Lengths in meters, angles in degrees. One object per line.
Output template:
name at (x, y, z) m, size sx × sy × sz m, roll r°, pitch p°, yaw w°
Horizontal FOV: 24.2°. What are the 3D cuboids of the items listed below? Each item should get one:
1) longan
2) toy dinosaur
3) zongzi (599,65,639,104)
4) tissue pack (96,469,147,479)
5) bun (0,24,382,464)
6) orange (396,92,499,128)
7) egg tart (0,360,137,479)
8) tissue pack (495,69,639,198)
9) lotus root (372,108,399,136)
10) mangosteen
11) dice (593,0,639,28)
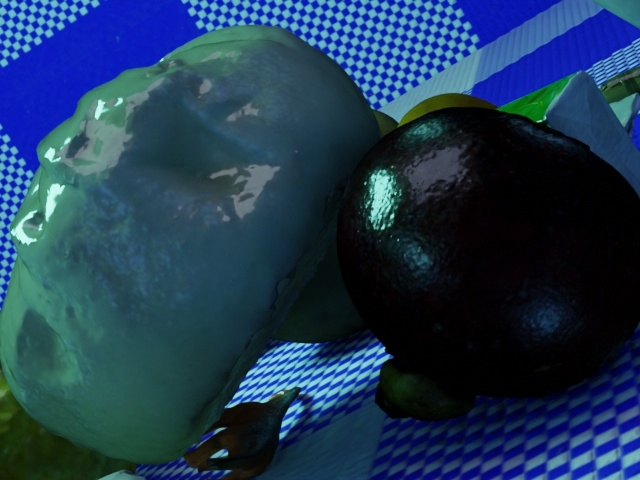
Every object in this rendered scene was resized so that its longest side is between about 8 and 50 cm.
longan at (0.000, 0.000, 1.456) m, size 0.197 × 0.196 × 0.220 m, roll -26°, pitch 12°, yaw 37°
toy dinosaur at (-0.065, 0.163, 1.245) m, size 0.101 × 0.055 × 0.279 m, roll -22°, pitch 8°, yaw 3°
zongzi at (0.360, -0.174, 1.703) m, size 0.076 × 0.040 × 0.083 m, roll -22°, pitch -6°, yaw 19°
tissue pack at (-0.172, 0.257, 0.870) m, size 0.201 × 0.124 × 0.271 m, roll -28°, pitch 8°, yaw 5°
bun at (-0.110, -0.006, 1.121) m, size 0.359 × 0.211 × 0.360 m, roll -58°, pitch -3°, yaw -5°
orange at (0.144, -0.076, 1.518) m, size 0.124 × 0.156 × 0.156 m, roll -61°, pitch -6°, yaw 29°
egg tart at (-0.322, 0.178, 1.257) m, size 0.352 × 0.153 × 0.339 m, roll 2°, pitch 53°, yaw 25°
tissue pack at (0.166, -0.039, 1.224) m, size 0.209 × 0.148 × 0.156 m, roll -25°, pitch 14°, yaw 41°
lotus root at (0.042, -0.063, 1.699) m, size 0.183 × 0.182 × 0.310 m, roll -35°, pitch 15°, yaw -17°
mangosteen at (0.106, 0.019, 0.977) m, size 0.216 × 0.216 × 0.216 m, roll -31°, pitch 9°, yaw 5°
dice at (0.361, -0.334, 1.384) m, size 0.277 × 0.304 × 0.304 m, roll -63°, pitch -3°, yaw 22°
